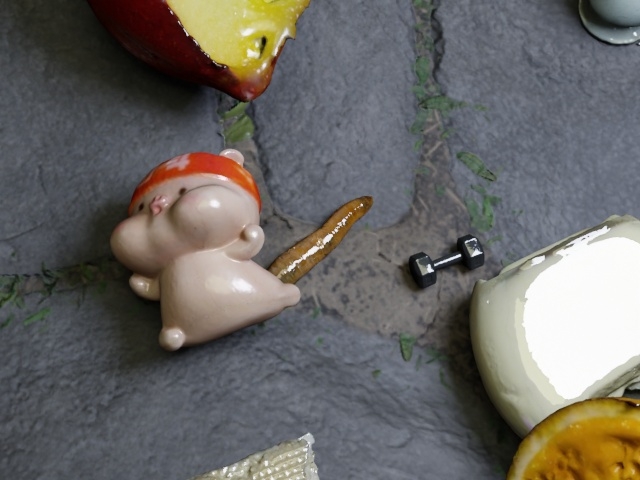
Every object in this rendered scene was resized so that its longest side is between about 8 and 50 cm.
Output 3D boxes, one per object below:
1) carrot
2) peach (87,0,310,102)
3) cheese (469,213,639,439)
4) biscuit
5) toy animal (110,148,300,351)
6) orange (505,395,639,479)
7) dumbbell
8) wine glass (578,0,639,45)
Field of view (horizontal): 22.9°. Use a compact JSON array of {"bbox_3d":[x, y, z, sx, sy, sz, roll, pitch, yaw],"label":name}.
[{"bbox_3d":[0.001,0.001,1.752,0.165,0.036,0.036,-39,78,-19],"label":"carrot"},{"bbox_3d":[-0.149,-0.314,1.770,0.257,0.201,0.362,-8,83,-39],"label":"peach"},{"bbox_3d":[0.293,0.102,1.692,0.266,0.127,0.233,-27,78,-11],"label":"cheese"},{"bbox_3d":[-0.100,0.288,1.627,0.238,0.062,0.108,-19,73,-11],"label":"biscuit"},{"bbox_3d":[-0.125,0.006,1.677,0.171,0.171,0.198,-19,80,-11],"label":"toy animal"},{"bbox_3d":[0.311,0.306,1.553,0.274,0.274,0.310,-41,115,-16],"label":"orange"},{"bbox_3d":[0.141,0.023,1.753,0.083,0.040,0.036,-20,105,-11],"label":"dumbbell"},{"bbox_3d":[0.358,-0.309,1.801,0.111,0.204,0.111,0,70,0],"label":"wine glass"}]
